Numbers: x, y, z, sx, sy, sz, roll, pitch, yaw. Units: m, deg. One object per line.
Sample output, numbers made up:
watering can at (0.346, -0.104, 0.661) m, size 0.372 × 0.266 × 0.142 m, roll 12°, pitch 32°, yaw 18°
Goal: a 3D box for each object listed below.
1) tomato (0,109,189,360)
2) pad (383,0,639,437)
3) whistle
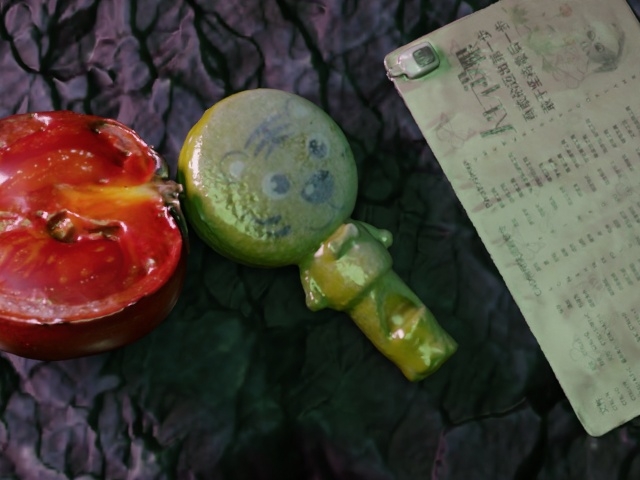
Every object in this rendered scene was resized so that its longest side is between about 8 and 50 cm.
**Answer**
tomato at (-0.142, 0.008, 0.665) m, size 0.139 × 0.091 × 0.159 m, roll -14°, pitch 54°, yaw -15°
pad at (0.167, -0.033, 0.732) m, size 0.159 × 0.009 × 0.265 m, roll -27°, pitch 83°, yaw -9°
whistle at (0.000, 0.000, 0.697) m, size 0.198 × 0.057 × 0.104 m, roll 48°, pitch 65°, yaw -3°
